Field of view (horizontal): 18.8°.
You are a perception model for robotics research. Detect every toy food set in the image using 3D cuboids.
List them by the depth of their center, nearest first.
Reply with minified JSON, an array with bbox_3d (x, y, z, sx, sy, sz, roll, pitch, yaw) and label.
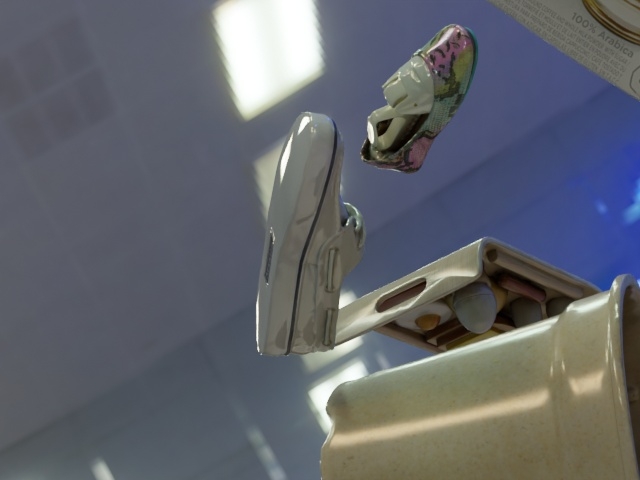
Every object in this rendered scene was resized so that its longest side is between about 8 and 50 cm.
[{"bbox_3d":[0.183,0.106,2.260,0.219,0.092,0.306,-28,-33,31],"label":"toy food set"}]

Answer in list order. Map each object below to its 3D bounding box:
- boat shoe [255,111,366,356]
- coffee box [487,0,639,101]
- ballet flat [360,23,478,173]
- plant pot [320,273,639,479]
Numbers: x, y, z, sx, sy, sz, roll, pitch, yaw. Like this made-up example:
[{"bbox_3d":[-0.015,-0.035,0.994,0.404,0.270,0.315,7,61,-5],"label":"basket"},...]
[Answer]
[{"bbox_3d":[0.000,0.000,1.787,0.088,0.096,0.268,2,-57,-12],"label":"boat shoe"},{"bbox_3d":[0.276,-0.351,1.600,0.334,0.337,0.338,-60,-12,23],"label":"coffee box"},{"bbox_3d":[0.093,-0.137,1.985,0.079,0.077,0.221,-9,-28,-23],"label":"ballet flat"},{"bbox_3d":[0.174,0.220,1.850,0.305,0.334,0.334,-10,-13,16],"label":"plant pot"}]
